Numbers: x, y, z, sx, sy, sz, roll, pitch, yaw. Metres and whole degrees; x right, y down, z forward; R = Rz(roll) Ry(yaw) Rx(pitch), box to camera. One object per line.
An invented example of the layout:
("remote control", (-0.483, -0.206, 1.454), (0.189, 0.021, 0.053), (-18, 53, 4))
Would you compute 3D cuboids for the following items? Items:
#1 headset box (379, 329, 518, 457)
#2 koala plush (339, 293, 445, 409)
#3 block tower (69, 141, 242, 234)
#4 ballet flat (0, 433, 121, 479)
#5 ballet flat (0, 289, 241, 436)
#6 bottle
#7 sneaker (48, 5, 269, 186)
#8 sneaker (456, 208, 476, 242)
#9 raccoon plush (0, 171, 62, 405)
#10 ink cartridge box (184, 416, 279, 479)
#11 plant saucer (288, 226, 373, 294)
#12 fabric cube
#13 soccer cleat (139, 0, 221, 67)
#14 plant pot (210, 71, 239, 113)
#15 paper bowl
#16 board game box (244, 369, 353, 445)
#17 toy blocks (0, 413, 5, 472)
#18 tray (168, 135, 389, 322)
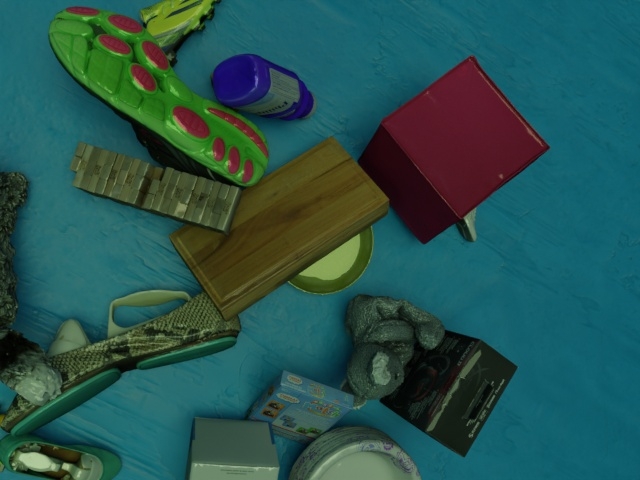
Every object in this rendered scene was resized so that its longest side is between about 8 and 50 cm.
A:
("headset box", (0.271, 0.313, 1.392), (0.110, 0.293, 0.218), (36, 80, -12))
("koala plush", (0.119, 0.244, 1.374), (0.203, 0.196, 0.221), (33, 50, -6))
("block tower", (-0.319, -0.098, 1.280), (0.335, 0.097, 0.091), (17, 84, 10))
("ballet flat", (-0.500, 0.438, 1.260), (0.247, 0.087, 0.083), (26, 83, -29))
("ballet flat", (-0.403, 0.210, 1.300), (0.483, 0.164, 0.182), (-21, 73, -20))
("bottle", (-0.098, -0.299, 1.318), (0.118, 0.283, 0.092), (-10, 86, 25))
("sneaker", (-0.328, -0.248, 1.272), (0.483, 0.202, 0.185), (41, 53, -20))
("sneaker", (0.348, -0.071, 1.540), (0.061, 0.054, 0.152), (-20, 94, -17))
("raccoon plush", (-0.571, 0.050, 1.201), (0.446, 0.216, 0.299), (38, 77, -4))
("ink cartridge box", (-0.188, 0.505, 1.303), (0.168, 0.171, 0.232), (7, 103, -13))
("plant saucer", (0.000, 0.000, 1.453), (0.241, 0.037, 0.241), (0, 89, -15))
("fabric cube", (0.270, -0.183, 1.390), (0.259, 0.258, 0.254), (-36, 84, -13))
("soccer cleat", (-0.305, -0.464, 1.347), (0.121, 0.093, 0.289), (38, 81, -9))
("plant pot", (-0.189, -0.333, 1.386), (0.083, 0.081, 0.081), (42, 79, 1))
("paper bowl", (0.064, 0.536, 1.396), (0.284, 0.148, 0.284), (-3, 100, -18))
("board game box", (-0.049, 0.356, 1.359), (0.160, 0.211, 0.039), (23, 47, -14))
("toy blocks", (-0.669, 0.372, 1.261), (0.148, 0.054, 0.123), (21, 84, -14))
("tray", (-0.082, -0.034, 1.347), (0.411, 0.076, 0.203), (-34, 67, -13))
